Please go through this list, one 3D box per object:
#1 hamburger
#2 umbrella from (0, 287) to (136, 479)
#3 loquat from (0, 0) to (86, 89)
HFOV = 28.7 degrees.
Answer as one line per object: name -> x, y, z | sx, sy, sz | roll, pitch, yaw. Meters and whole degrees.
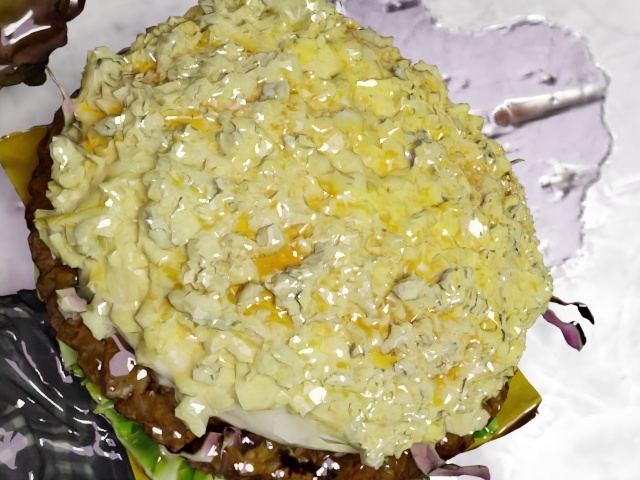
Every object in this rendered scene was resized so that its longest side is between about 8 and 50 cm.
hamburger -> 0.000, 0.000, 0.532 | 0.262, 0.138, 0.243 | -15, 70, -40
umbrella -> -0.163, 0.083, 0.564 | 0.337, 0.128, 0.154 | 28, 111, -10
loquat -> -0.206, -0.142, 0.541 | 0.244, 0.244, 0.243 | 0, 82, 0
